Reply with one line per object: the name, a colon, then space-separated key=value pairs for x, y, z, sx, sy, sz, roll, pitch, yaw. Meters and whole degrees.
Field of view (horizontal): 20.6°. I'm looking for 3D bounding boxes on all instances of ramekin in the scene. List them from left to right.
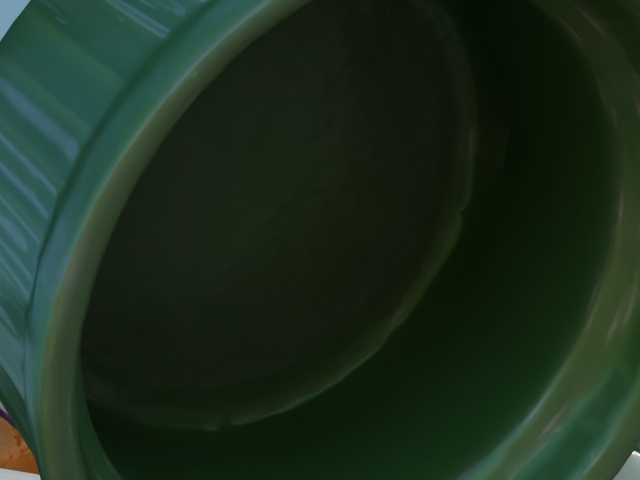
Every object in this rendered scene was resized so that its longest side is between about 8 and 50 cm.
ramekin: x=0.000 y=0.000 z=0.703 sx=0.303 sy=0.148 sz=0.303 roll=-16 pitch=-58 yaw=-28

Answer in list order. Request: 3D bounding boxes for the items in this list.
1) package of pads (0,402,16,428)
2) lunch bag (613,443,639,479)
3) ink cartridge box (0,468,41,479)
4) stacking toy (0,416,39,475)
package of pads: x=-0.247 y=0.135 z=1.441 sx=0.032 sy=0.083 sz=0.050 roll=-50 pitch=-12 yaw=-14
lunch bag: x=0.123 y=0.253 z=1.202 sx=0.262 sy=0.160 sz=0.223 roll=-40 pitch=14 yaw=53
ink cartridge box: x=-0.208 y=0.221 z=1.024 sx=0.307 sy=0.129 sz=0.223 roll=9 pitch=9 yaw=0
stacking toy: x=-0.446 y=0.223 z=1.775 sx=0.480 sy=0.350 sz=0.350 roll=3 pitch=-27 yaw=-18
